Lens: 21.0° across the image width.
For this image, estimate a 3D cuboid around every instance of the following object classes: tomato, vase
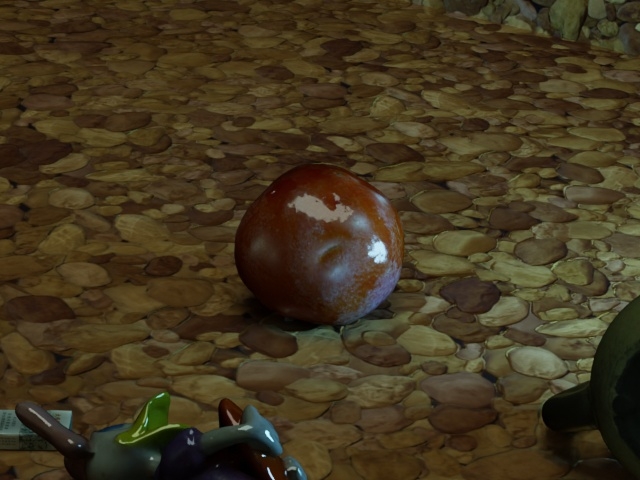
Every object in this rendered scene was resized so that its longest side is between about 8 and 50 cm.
[{"bbox_3d":[0.004,0.001,2.226,0.232,0.188,0.232,2,26,-1],"label":"tomato"},{"bbox_3d":[0.401,0.159,1.908,0.329,0.241,0.302,-15,0,29],"label":"vase"}]

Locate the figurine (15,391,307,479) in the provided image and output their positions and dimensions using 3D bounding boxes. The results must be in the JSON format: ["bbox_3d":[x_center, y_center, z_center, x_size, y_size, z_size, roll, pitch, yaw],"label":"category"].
[{"bbox_3d":[-0.111,0.258,1.681,0.193,0.154,0.421,-46,52,-15],"label":"figurine"}]

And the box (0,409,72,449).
[{"bbox_3d":[-0.319,0.210,1.910,0.083,0.024,0.054,1,22,-3],"label":"box"}]
